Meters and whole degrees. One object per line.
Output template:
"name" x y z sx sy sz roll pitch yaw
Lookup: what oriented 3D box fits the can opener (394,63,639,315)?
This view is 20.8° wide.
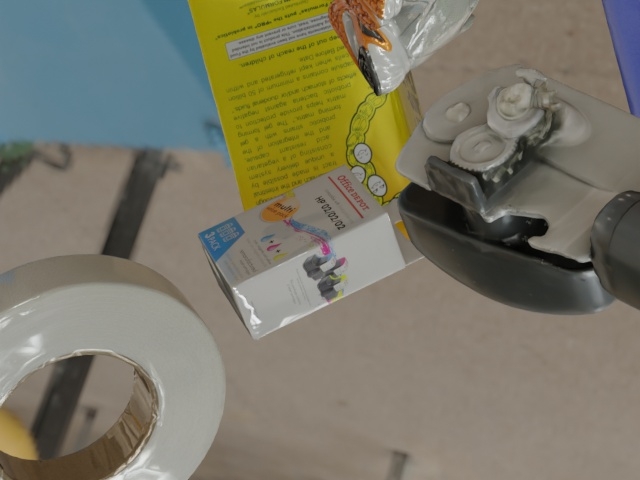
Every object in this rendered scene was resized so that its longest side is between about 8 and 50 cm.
"can opener" 0.138 0.007 0.628 0.280 0.074 0.093 28 151 44

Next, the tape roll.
"tape roll" -0.300 0.198 2.054 0.392 0.392 0.072 40 -174 -40

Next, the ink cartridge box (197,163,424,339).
"ink cartridge box" 0.000 0.000 1.476 0.104 0.181 0.061 52 165 56

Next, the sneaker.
"sneaker" 0.069 -0.210 1.332 0.099 0.121 0.262 57 173 14

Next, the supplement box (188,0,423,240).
"supplement box" 0.002 -0.147 1.907 0.195 0.356 0.194 -16 177 10

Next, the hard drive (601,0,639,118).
"hard drive" 0.265 -0.143 1.058 0.210 0.040 0.318 4 120 46
